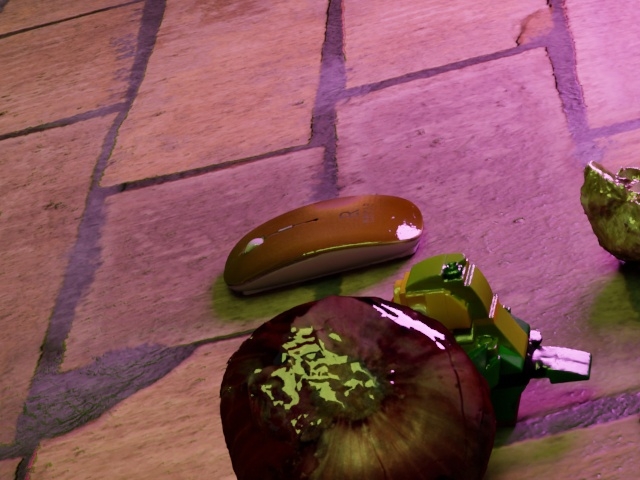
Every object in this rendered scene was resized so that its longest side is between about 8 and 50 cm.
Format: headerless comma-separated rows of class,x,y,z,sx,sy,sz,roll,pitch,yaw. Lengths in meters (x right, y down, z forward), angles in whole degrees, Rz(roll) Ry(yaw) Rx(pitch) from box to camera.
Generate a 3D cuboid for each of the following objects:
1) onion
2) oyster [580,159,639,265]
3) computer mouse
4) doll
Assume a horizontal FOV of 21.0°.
onion,0.028,0.171,1.566,0.252,0.219,0.252,2,69,-4
oyster,0.388,-0.022,1.819,0.232,0.107,0.161,8,15,17
computer mouse,0.000,0.000,2.036,0.245,0.056,0.126,-14,27,10
doll,0.150,0.093,1.661,0.134,0.186,0.106,-36,18,32
